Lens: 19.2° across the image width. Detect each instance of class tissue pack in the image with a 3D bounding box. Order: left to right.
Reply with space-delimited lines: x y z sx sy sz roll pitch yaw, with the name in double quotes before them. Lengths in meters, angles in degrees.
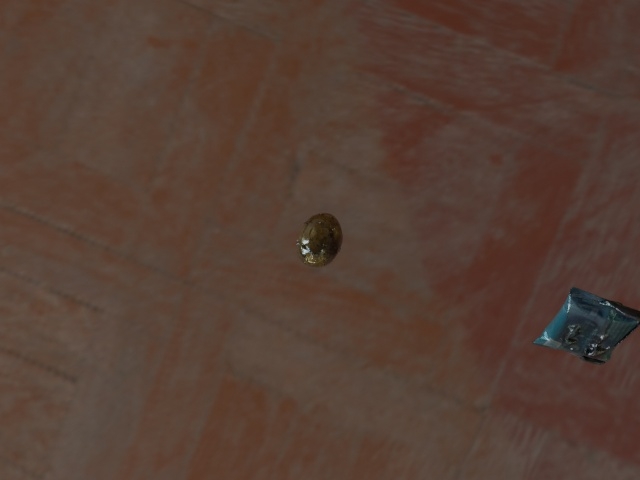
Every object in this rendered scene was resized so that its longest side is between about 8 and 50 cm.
"tissue pack" 0.273 0.093 1.917 0.085 0.138 0.028 17 59 -3

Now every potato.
"potato" 0.000 0.000 1.709 0.040 0.083 0.051 31 93 2
